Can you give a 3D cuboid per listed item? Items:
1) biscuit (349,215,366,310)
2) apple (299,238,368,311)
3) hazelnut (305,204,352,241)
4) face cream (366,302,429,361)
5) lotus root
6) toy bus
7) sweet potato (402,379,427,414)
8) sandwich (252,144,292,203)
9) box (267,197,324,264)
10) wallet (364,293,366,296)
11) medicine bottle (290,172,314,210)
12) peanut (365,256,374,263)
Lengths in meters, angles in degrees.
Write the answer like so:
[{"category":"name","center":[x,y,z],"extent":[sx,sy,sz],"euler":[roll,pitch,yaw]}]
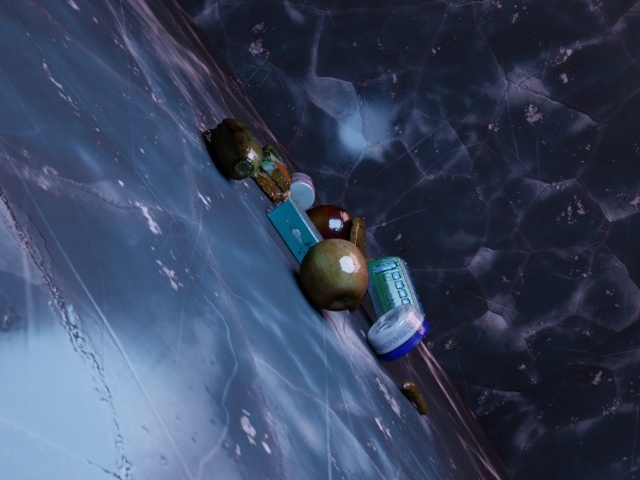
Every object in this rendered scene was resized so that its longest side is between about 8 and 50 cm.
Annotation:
[{"category":"biscuit","center":[0.133,0.081,1.924],"extent":[0.359,0.046,0.360],"euler":[2,90,-80]},{"category":"apple","center":[0.039,0.095,1.427],"extent":[0.188,0.188,0.174],"euler":[47,22,-47]},{"category":"hazelnut","center":[0.026,-0.025,1.933],"extent":[0.208,0.208,0.208],"euler":[54,7,-10]},{"category":"face cream","center":[0.261,0.310,1.815],"extent":[0.111,0.206,0.206],"euler":[51,7,-6]},{"category":"lotus root","center":[-0.234,-0.254,1.470],"extent":[0.123,0.124,0.241],"euler":[33,20,-44]},{"category":"toy bus","center":[0.297,0.238,2.137],"extent":[0.183,0.199,0.344],"euler":[51,20,-70]},{"category":"sweet potato","center":[0.327,0.539,1.830],"extent":[0.053,0.053,0.182],"euler":[-1,-48,49]},{"category":"sandwich","center":[-0.177,-0.236,1.874],"extent":[0.212,0.109,0.292],"euler":[59,7,-23]},{"category":"box","center":[-0.052,-0.005,1.661],"extent":[0.245,0.092,0.153],"euler":[57,6,5]},{"category":"wallet","center":[0.113,0.140,2.207],"extent":[0.221,0.071,0.262],"euler":[55,1,2]},{"category":"medicine bottle","center":[-0.089,-0.197,2.135],"extent":[0.135,0.135,0.168],"euler":[53,6,-18]},{"category":"peanut","center":[0.218,0.161,2.485],"extent":[0.149,0.149,0.313],"euler":[54,8,-10]}]
